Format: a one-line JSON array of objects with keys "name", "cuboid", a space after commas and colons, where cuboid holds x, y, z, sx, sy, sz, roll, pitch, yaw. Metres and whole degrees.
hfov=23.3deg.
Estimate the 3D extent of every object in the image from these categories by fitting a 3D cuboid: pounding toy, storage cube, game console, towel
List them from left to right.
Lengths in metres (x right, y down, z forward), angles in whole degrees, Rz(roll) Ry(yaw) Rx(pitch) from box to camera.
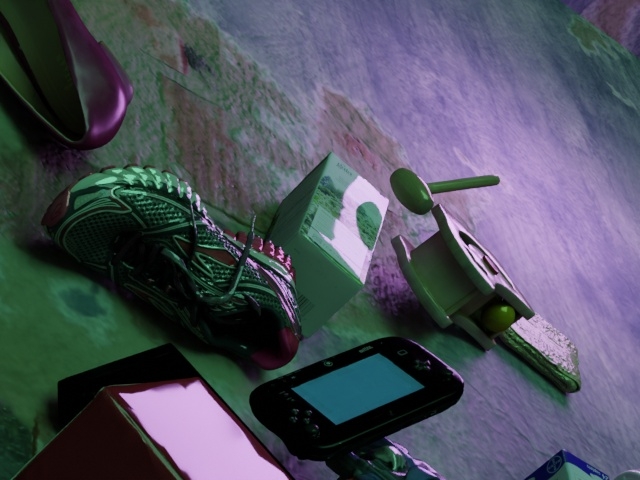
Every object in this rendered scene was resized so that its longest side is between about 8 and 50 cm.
[{"name": "storage cube", "cuboid": [-0.116, 0.227, 1.082, 0.193, 0.184, 0.215, 48, 10, 12]}, {"name": "game console", "cuboid": [-0.036, 0.150, 1.356, 0.361, 0.044, 0.213, -17, 48, -38]}, {"name": "pounding toy", "cuboid": [0.188, 0.022, 1.845, 0.269, 0.155, 0.154, 40, 16, -45]}, {"name": "towel", "cuboid": [0.282, 0.131, 2.029, 0.148, 0.027, 0.110, 37, 26, -13]}]

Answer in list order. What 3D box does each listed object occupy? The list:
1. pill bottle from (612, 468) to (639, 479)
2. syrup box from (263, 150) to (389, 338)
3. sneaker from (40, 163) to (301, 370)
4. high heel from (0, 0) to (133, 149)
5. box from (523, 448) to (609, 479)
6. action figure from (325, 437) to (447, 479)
[{"name": "pill bottle", "cuboid": [0.408, 0.312, 1.901, 0.116, 0.065, 0.065, 7, 44, -51]}, {"name": "syrup box", "cuboid": [0.000, 0.000, 1.732, 0.093, 0.096, 0.237, 41, 24, -10]}, {"name": "sneaker", "cuboid": [-0.129, 0.025, 1.483, 0.299, 0.121, 0.112, 26, 33, -34]}, {"name": "high heel", "cuboid": [-0.332, -0.253, 1.574, 0.377, 0.127, 0.181, 44, 15, -10]}, {"name": "box", "cuboid": [0.240, 0.309, 1.592, 0.072, 0.126, 0.137, 34, 28, -25]}, {"name": "action figure", "cuboid": [0.119, 0.312, 1.370, 0.330, 0.178, 0.341, 17, 12, -36]}]
